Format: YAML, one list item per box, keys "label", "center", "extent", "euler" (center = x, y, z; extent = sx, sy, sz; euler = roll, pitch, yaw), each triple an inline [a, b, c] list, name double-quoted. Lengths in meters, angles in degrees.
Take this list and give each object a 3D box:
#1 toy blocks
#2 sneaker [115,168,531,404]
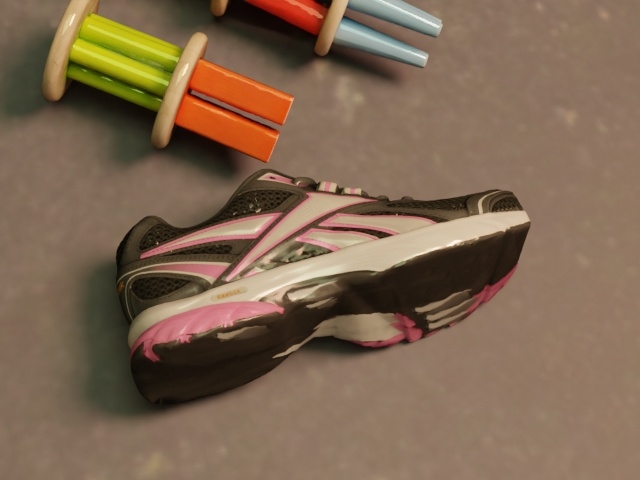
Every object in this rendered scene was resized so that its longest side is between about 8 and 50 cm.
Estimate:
- label: "toy blocks"
  center: [-0.029, -0.086, 0.622]
  extent: [0.148, 0.054, 0.123]
  euler: [21, 64, -2]
- label: "sneaker"
  center: [0.000, 0.000, 0.585]
  extent: [0.178, 0.072, 0.077]
  euler: [-13, 60, -22]
